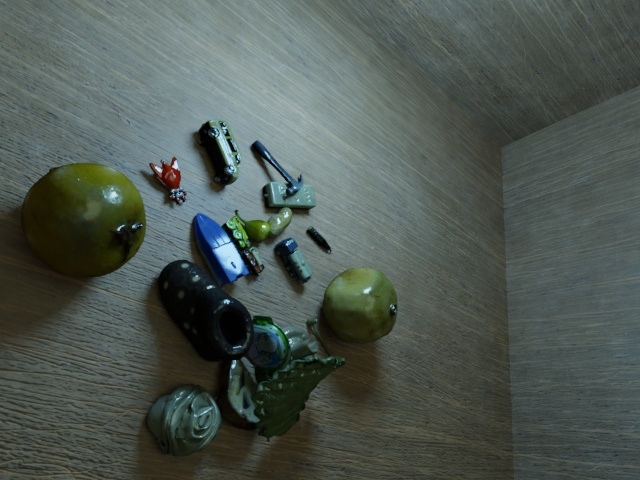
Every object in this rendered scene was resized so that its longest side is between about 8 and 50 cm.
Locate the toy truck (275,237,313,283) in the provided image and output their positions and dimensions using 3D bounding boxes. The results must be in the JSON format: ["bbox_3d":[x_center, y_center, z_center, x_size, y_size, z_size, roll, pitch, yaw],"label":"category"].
[{"bbox_3d":[-0.107,0.087,1.810,0.074,0.088,0.202,-37,100,-41],"label":"toy truck"}]

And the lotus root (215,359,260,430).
[{"bbox_3d":[-0.278,0.536,1.483,0.261,0.074,0.170,61,26,-10],"label":"lotus root"}]

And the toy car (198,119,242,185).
[{"bbox_3d":[-0.384,-0.349,1.717,0.124,0.101,0.257,-23,89,-46],"label":"toy car"}]

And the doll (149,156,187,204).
[{"bbox_3d":[-0.538,-0.215,1.564,0.109,0.057,0.169,-30,94,-45],"label":"doll"}]

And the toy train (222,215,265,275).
[{"bbox_3d":[-0.296,0.026,1.693,0.085,0.053,0.250,-38,101,-48],"label":"toy train"}]

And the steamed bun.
[{"bbox_3d":[-0.405,0.564,1.344,0.211,0.144,0.218,-31,95,-42],"label":"steamed bun"}]

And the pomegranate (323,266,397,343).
[{"bbox_3d":[0.178,0.274,1.844,0.332,0.332,0.333,15,65,-37],"label":"pomegranate"}]

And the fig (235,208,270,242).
[{"bbox_3d":[-0.272,-0.060,1.746,0.166,0.093,0.093,37,42,24],"label":"fig"}]

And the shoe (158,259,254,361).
[{"bbox_3d":[-0.374,0.226,1.428,0.171,0.237,0.384,-32,97,-43],"label":"shoe"}]

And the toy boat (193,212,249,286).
[{"bbox_3d":[-0.385,0.024,1.603,0.129,0.088,0.295,-26,82,-43],"label":"toy boat"}]

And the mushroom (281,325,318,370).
[{"bbox_3d":[-0.093,0.421,1.619,0.207,0.215,0.207,21,56,-36],"label":"mushroom"}]

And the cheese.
[{"bbox_3d":[-0.191,0.414,1.520,0.083,0.203,0.321,-32,121,-65],"label":"cheese"}]

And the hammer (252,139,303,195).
[{"bbox_3d":[-0.187,-0.325,1.871,0.290,0.037,0.137,48,40,4],"label":"hammer"}]

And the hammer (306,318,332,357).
[{"bbox_3d":[0.009,0.413,1.823,0.028,0.060,0.195,-41,107,-42],"label":"hammer"}]

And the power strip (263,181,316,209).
[{"bbox_3d":[-0.135,-0.194,1.899,0.256,0.070,0.105,-2,75,-40],"label":"power strip"}]

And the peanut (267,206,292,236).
[{"bbox_3d":[-0.173,-0.082,1.822,0.080,0.080,0.174,51,46,-15],"label":"peanut"}]

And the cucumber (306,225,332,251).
[{"bbox_3d":[0.000,0.000,1.972,0.039,0.043,0.163,-43,106,-2],"label":"cucumber"}]

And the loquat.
[{"bbox_3d":[-0.685,-0.068,1.236,0.359,0.328,0.328,17,53,14],"label":"loquat"}]

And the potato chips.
[{"bbox_3d":[-0.081,0.527,1.506,0.373,0.097,0.389,-51,150,0],"label":"potato chips"}]
